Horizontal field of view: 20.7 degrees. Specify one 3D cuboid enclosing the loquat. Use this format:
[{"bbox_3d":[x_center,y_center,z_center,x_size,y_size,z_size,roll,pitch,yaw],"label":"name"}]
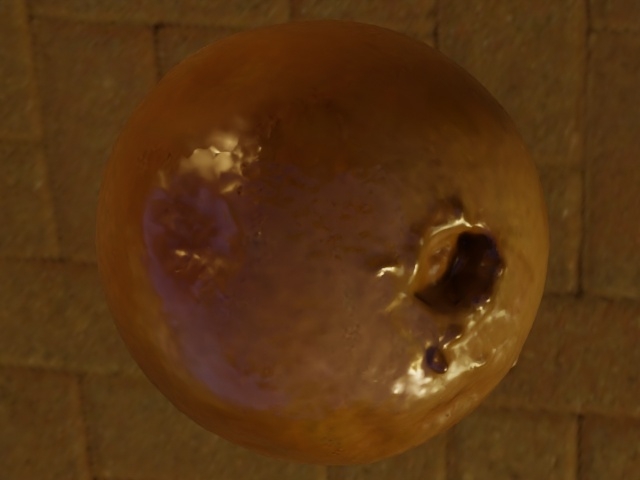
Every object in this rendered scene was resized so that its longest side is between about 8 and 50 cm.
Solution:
[{"bbox_3d":[0.000,0.000,1.251,0.328,0.328,0.328,9,122,14],"label":"loquat"}]
